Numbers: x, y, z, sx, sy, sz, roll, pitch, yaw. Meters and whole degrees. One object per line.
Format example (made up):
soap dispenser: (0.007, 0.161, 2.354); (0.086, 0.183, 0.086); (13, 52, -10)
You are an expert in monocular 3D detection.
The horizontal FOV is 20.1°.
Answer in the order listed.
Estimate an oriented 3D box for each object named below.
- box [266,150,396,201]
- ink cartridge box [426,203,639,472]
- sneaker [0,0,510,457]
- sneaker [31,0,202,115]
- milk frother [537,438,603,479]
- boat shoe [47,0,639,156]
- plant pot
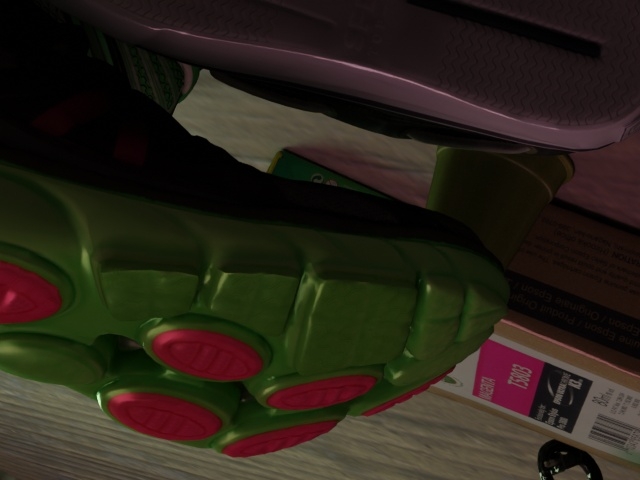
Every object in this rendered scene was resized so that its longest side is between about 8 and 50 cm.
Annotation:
box: (0.000, 0.000, 1.269); (0.105, 0.043, 0.179); (24, 165, 0)
ink cartridge box: (0.153, 0.060, 1.168); (0.193, 0.088, 0.234); (20, 164, 10)
sneaker: (-0.114, -0.033, 0.830); (0.483, 0.202, 0.185); (16, 141, -28)
sneaker: (-0.202, -0.146, 0.922); (0.343, 0.146, 0.134); (34, 160, -29)
milk frother: (0.257, 0.215, 1.500); (0.135, 0.143, 0.129); (-30, 174, 26)
boat shoe: (-0.012, -0.106, 0.831); (0.335, 0.121, 0.119); (23, 163, 2)
plant pot: (0.091, -0.019, 1.027); (0.083, 0.079, 0.083); (23, 163, 7)
